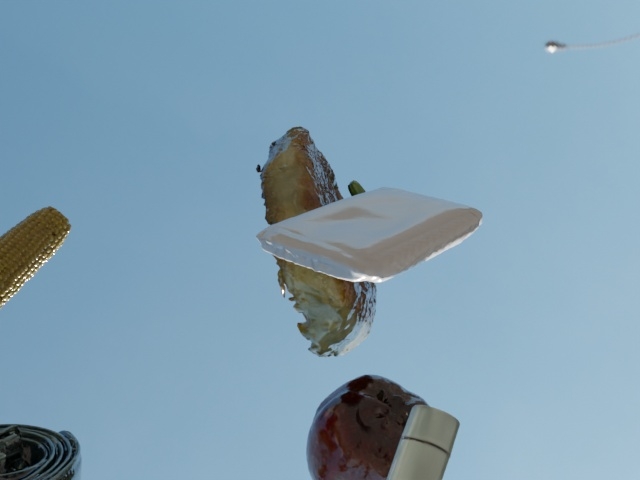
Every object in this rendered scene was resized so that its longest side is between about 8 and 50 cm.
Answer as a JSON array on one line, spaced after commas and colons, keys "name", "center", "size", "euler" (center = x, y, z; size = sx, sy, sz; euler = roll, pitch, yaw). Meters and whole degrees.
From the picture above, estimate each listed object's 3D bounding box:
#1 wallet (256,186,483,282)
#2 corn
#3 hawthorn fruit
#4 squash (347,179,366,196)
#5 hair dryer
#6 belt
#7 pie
[{"name": "wallet", "center": [0.046, -0.007, 0.740], "size": [0.124, 0.031, 0.183], "euler": [18, -152, 36]}, {"name": "corn", "center": [-0.524, 0.045, 1.463], "size": [0.091, 0.091, 0.260], "euler": [31, -120, 16]}, {"name": "hawthorn fruit", "center": [0.058, 0.261, 1.075], "size": [0.169, 0.188, 0.169], "euler": [16, -145, -11]}, {"name": "squash", "center": [0.061, -0.040, 1.170], "size": [0.027, 0.027, 0.089], "euler": [-27, -84, -46]}, {"name": "hair dryer", "center": [0.092, 0.211, 0.820], "size": [0.047, 0.137, 0.082], "euler": [19, -113, 11]}, {"name": "belt", "center": [-0.392, 0.292, 1.049], "size": [0.207, 0.116, 0.267], "euler": [7, -170, 13]}, {"name": "pie", "center": [0.000, 0.000, 1.105], "size": [0.315, 0.092, 0.315], "euler": [-16, -90, -81]}]
